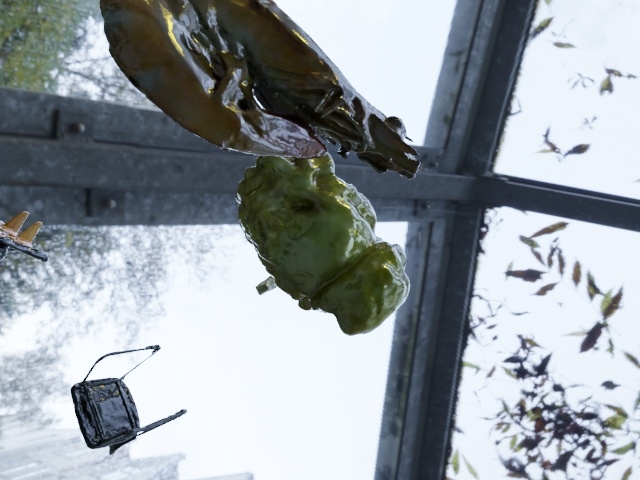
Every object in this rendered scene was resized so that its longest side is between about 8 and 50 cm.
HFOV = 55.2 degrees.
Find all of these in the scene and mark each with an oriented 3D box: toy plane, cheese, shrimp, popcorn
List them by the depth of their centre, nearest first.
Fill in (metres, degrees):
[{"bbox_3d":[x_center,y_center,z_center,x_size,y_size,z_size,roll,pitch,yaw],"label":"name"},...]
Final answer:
[{"bbox_3d":[-0.034,-0.109,0.468,0.063,0.287,0.152,-36,-152,45],"label":"shrimp"},{"bbox_3d":[0.000,0.000,0.877,0.173,0.225,0.286,-40,-96,-2],"label":"popcorn"},{"bbox_3d":[-0.745,-0.021,1.305,0.204,0.316,0.103,32,-83,19],"label":"toy plane"},{"bbox_3d":[-0.100,0.088,1.306,0.044,0.083,0.030,-28,-90,57],"label":"cheese"}]

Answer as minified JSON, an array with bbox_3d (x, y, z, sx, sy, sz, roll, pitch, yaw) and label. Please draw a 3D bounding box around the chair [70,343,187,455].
[{"bbox_3d":[-0.373,0.301,1.087,0.221,0.145,0.140,-35,-108,28],"label":"chair"}]
